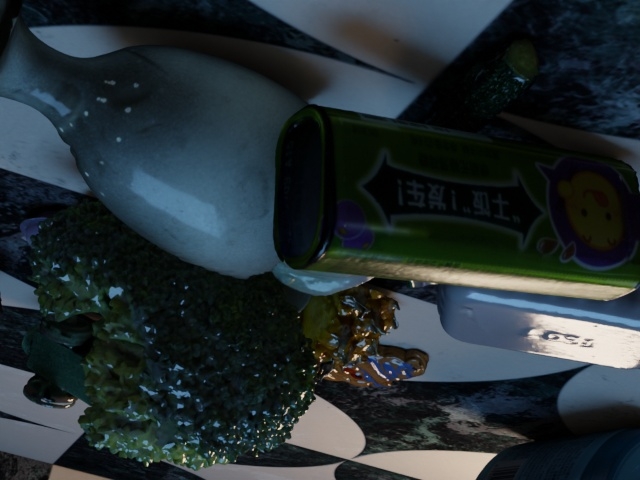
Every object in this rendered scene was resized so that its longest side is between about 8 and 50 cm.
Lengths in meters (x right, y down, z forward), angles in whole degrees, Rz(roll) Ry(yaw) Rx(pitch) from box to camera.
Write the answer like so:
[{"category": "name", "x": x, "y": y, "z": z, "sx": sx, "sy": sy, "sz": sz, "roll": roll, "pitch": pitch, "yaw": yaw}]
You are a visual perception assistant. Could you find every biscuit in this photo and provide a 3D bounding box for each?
[{"category": "biscuit", "x": 0.039, "y": 0.187, "z": 1.856, "sx": 0.280, "sy": 0.043, "sz": 0.183, "roll": -7, "pitch": 148, "yaw": 32}]

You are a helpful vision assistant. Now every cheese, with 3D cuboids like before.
[{"category": "cheese", "x": -0.314, "y": -0.011, "z": 1.538, "sx": 0.105, "sy": 0.042, "sz": 0.191, "roll": 27, "pitch": 151, "yaw": -36}]

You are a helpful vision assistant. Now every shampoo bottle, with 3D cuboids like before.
[{"category": "shampoo bottle", "x": 0.448, "y": 0.472, "z": 1.940, "sx": 0.331, "sy": 0.331, "sz": 0.342, "roll": 23, "pitch": 157, "yaw": -26}]

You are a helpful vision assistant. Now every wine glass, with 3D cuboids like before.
[{"category": "wine glass", "x": -0.158, "y": -0.099, "z": 1.057, "sx": 0.357, "sy": 0.191, "sz": 0.190, "roll": 25, "pitch": 155, "yaw": -32}]

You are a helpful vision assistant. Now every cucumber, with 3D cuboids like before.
[{"category": "cucumber", "x": 0.122, "y": -0.109, "z": 1.079, "sx": 0.044, "sy": 0.043, "sz": 0.257, "roll": 9, "pitch": 160, "yaw": -15}]

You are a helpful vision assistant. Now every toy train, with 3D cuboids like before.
[{"category": "toy train", "x": -0.310, "y": 0.203, "z": 1.874, "sx": 0.304, "sy": 0.150, "sz": 0.221, "roll": 25, "pitch": -164, "yaw": 31}]

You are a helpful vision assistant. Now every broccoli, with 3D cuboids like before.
[{"category": "broccoli", "x": -0.193, "y": 0.125, "z": 1.369, "sx": 0.375, "sy": 0.249, "sz": 0.302, "roll": 43, "pitch": 112, "yaw": -12}]

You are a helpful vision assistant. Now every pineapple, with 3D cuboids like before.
[{"category": "pineapple", "x": 0.019, "y": 0.143, "z": 1.598, "sx": 0.139, "sy": 0.164, "sz": 0.249, "roll": 15, "pitch": 156, "yaw": -27}]

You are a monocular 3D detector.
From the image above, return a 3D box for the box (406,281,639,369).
[{"category": "box", "x": 0.258, "y": 0.060, "z": 1.337, "sx": 0.336, "sy": 0.106, "sz": 0.264, "roll": 10, "pitch": 158, "yaw": 7}]

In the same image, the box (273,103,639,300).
[{"category": "box", "x": 0.125, "y": -0.025, "z": 1.047, "sx": 0.345, "sy": 0.134, "sz": 0.097, "roll": 6, "pitch": 162, "yaw": -31}]

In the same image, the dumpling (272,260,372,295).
[{"category": "dumpling", "x": 0.004, "y": -0.012, "z": 1.288, "sx": 0.216, "sy": 0.105, "sz": 0.149, "roll": 17, "pitch": 161, "yaw": -1}]

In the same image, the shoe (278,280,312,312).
[{"category": "shoe", "x": -0.124, "y": 0.056, "z": 1.523, "sx": 0.251, "sy": 0.103, "sz": 0.100, "roll": -4, "pitch": -176, "yaw": 11}]

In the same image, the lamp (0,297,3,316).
[{"category": "lamp", "x": -0.552, "y": 0.056, "z": 1.715, "sx": 0.215, "sy": 0.151, "sz": 0.223, "roll": 11, "pitch": 115, "yaw": -12}]
